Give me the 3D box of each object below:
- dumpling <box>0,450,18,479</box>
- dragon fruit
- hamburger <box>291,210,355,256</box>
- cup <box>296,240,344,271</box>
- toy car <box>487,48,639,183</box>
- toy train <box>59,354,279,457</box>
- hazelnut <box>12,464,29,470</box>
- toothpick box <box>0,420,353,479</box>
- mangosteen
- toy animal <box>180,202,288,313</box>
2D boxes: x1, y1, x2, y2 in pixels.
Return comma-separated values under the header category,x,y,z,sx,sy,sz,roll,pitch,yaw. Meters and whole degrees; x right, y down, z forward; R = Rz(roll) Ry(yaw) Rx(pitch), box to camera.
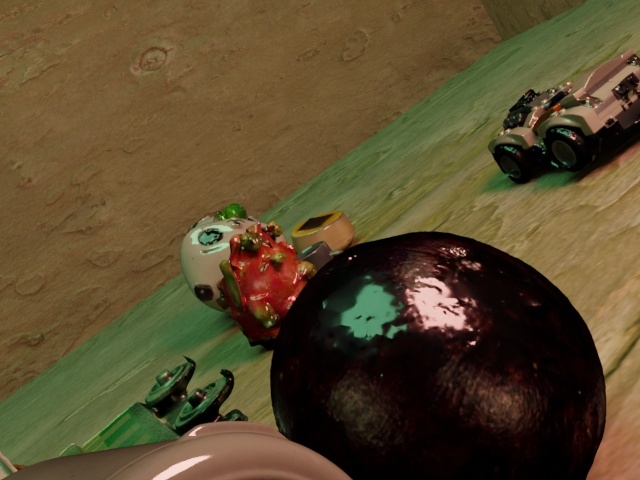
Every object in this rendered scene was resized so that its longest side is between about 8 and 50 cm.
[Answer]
category,x,y,z,sx,sy,sz,roll,pitch,yaw
dumpling,-0.358,0.326,0.626,0.260,0.181,0.341,-10,32,-7
dragon fruit,-0.086,0.066,1.159,0.160,0.172,0.166,-33,11,2
hamburger,0.000,0.000,1.467,0.141,0.081,0.126,-18,16,14
cup,0.009,0.044,1.238,0.100,0.077,0.078,-29,11,22
toy car,0.361,-0.177,1.097,0.193,0.118,0.301,-38,10,-12
toy train,-0.157,0.230,0.781,0.202,0.120,0.301,-41,13,-21
hazelnut,-0.351,0.331,0.845,0.150,0.150,0.150,-32,10,7
toothpick box,-0.108,0.226,0.441,0.229,0.229,0.316,-42,11,-38
mangosteen,0.060,0.114,0.495,0.211,0.211,0.250,-47,-12,-53
toy animal,-0.170,0.033,1.472,0.212,0.213,0.266,-36,7,-12
